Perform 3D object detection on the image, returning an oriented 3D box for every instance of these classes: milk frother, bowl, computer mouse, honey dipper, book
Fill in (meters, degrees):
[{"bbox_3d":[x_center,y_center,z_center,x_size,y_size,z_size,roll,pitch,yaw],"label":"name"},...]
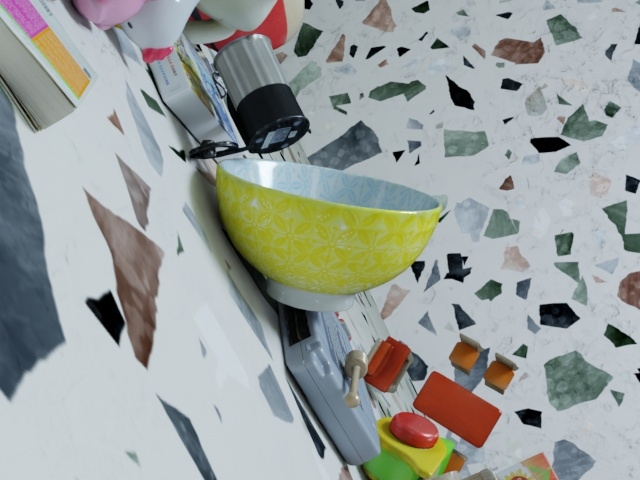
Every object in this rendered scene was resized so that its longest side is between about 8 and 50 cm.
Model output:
[{"bbox_3d":[-0.111,-0.176,1.087,0.143,0.129,0.134,-6,64,-44],"label":"milk frother"},{"bbox_3d":[0.000,0.000,1.070,0.289,0.290,0.156,-93,-167,-77],"label":"bowl"},{"bbox_3d":[-0.192,-0.298,1.569,0.106,0.042,0.193,59,11,1],"label":"computer mouse"},{"bbox_3d":[0.042,0.171,1.023,0.030,0.030,0.160,62,8,-8],"label":"honey dipper"},{"bbox_3d":[-0.213,-0.146,0.631,0.096,0.035,0.144,58,6,-21],"label":"book"}]

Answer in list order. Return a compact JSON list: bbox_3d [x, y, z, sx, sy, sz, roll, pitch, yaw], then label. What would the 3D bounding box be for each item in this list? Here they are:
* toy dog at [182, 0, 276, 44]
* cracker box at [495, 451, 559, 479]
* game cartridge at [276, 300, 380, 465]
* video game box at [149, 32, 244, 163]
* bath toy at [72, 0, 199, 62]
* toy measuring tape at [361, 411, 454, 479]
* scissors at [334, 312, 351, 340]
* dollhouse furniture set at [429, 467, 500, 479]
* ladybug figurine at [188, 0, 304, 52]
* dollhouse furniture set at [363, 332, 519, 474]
[{"bbox_3d":[-0.177,-0.519,1.177,0.408,0.395,0.284,39,28,-32],"label":"toy dog"},{"bbox_3d":[0.223,0.398,1.086,0.067,0.232,0.155,60,6,-45],"label":"cracker box"},{"bbox_3d":[0.007,0.163,1.152,0.297,0.062,0.198,-106,172,-65],"label":"game cartridge"},{"bbox_3d":[-0.190,-0.227,1.191,0.187,0.048,0.205,63,5,24],"label":"video game box"},{"bbox_3d":[-0.203,-0.269,0.849,0.348,0.151,0.129,-25,124,-88],"label":"bath toy"},{"bbox_3d":[0.091,0.306,1.111,0.121,0.121,0.330,63,23,4],"label":"toy measuring tape"},{"bbox_3d":[0.018,0.139,1.532,0.297,0.021,0.109,38,27,-81],"label":"scissors"},{"bbox_3d":[0.153,0.399,0.727,0.355,0.174,0.303,65,6,25],"label":"dollhouse furniture set"},{"bbox_3d":[-0.193,-0.486,1.473,0.305,0.162,0.449,16,-29,39],"label":"ladybug figurine"},{"bbox_3d":[0.211,0.290,1.588,0.259,0.262,0.135,29,-7,22],"label":"dollhouse furniture set"}]
